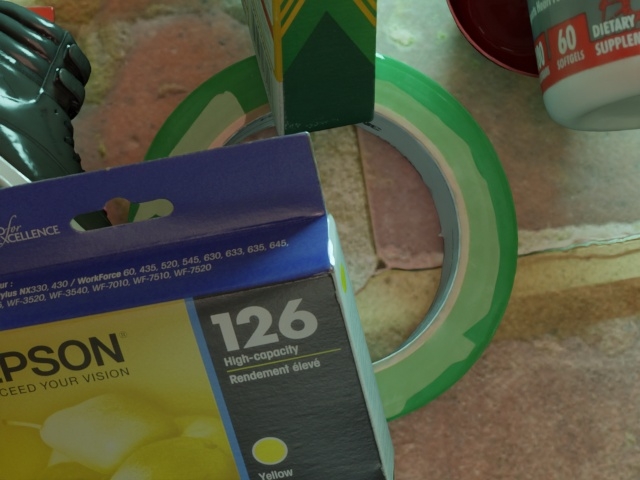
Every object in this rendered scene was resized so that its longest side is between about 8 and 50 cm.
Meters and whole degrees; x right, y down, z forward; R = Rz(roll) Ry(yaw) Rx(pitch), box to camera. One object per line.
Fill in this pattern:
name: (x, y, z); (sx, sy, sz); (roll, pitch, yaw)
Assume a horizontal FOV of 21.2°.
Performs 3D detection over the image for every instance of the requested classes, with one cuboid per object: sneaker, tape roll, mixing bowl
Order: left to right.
sneaker: (-0.208, -0.075, 1.352); (0.296, 0.104, 0.147); (44, 64, 3)
tape roll: (0.000, 0.000, 1.425); (0.321, 0.077, 0.321); (1, 82, -6)
mixing bowl: (0.182, -0.216, 1.462); (0.181, 0.098, 0.182); (1, 82, -8)

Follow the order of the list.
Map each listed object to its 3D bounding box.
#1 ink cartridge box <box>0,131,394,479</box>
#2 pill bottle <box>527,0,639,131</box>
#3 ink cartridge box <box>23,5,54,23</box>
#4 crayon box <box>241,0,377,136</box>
ink cartridge box: (-0.120, 0.089, 1.288); (0.303, 0.072, 0.307); (-11, 124, 8)
pill bottle: (0.250, -0.281, 1.323); (0.210, 0.210, 0.363); (-7, 83, -7)
ink cartridge box: (-0.337, -0.070, 1.394); (0.238, 0.060, 0.275); (-2, 79, -4)
crayon box: (-0.018, -0.259, 1.277); (0.083, 0.323, 0.203); (-11, 54, -7)
